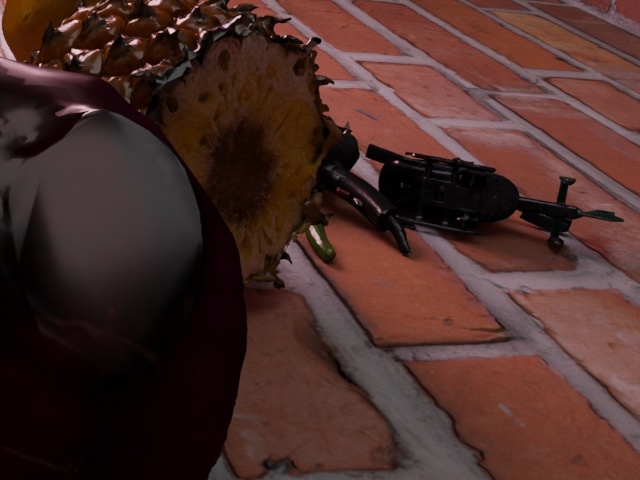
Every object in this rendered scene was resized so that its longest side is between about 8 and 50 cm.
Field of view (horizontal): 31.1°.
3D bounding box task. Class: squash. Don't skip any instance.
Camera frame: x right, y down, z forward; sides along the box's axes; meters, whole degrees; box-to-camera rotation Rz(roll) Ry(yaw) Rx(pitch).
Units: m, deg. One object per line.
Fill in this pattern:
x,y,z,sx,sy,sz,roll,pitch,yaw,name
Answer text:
-0.001,0.000,1.447,0.027,0.027,0.089,4,27,-16,squash

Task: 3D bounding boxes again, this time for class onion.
-0.241,0.094,0.818,0.398,0.398,0.420,12,-21,3,onion

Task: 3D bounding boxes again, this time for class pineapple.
-0.169,-0.109,1.269,0.352,0.352,0.300,-10,21,-40,pineapple

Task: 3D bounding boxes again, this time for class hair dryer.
0.018,-0.058,1.531,0.235,0.091,0.271,-23,43,-38,hair dryer

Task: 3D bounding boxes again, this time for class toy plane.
0.232,-0.064,1.613,0.381,0.106,0.155,10,10,12,toy plane

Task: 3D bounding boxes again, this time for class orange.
-0.361,-0.334,1.783,0.279,0.235,0.279,50,14,-18,orange
